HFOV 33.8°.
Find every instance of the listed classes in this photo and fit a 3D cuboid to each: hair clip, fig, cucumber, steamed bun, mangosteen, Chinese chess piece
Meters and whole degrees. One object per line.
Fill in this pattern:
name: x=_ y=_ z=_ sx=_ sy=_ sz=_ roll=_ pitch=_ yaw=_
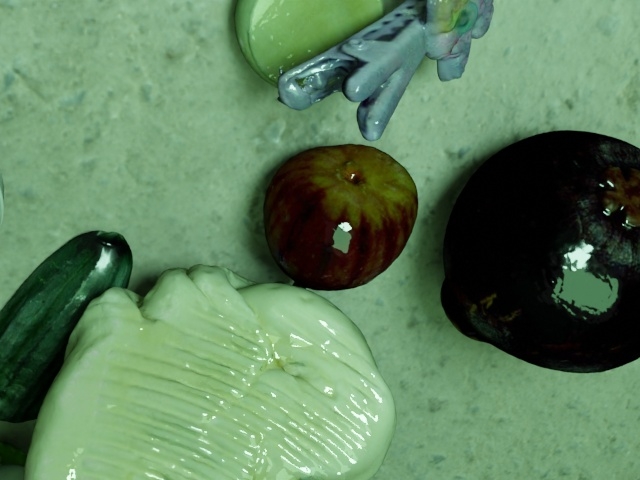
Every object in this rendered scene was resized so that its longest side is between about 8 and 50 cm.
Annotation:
hair clip: x=0.092 y=-0.188 z=0.971 sx=0.278 sy=0.090 sz=0.137 roll=-40 pitch=143 yaw=-18
fig: x=0.008 y=-0.005 z=1.082 sx=0.149 sy=0.148 sz=0.202 roll=7 pitch=111 yaw=-59
cucumber: x=-0.281 y=0.093 z=1.120 sx=0.115 sy=0.063 sz=0.243 roll=24 pitch=111 yaw=-28
steamed bun: x=-0.109 y=0.210 z=1.085 sx=0.339 sy=0.352 sz=0.247 roll=14 pitch=160 yaw=-1
mangosteen: x=0.254 y=0.027 z=1.139 sx=0.275 sy=0.274 sz=0.302 roll=4 pitch=153 yaw=-18
Chinese chess piece: x=-0.011 y=-0.211 z=1.006 sx=0.144 sy=0.058 sz=0.144 roll=-8 pitch=122 yaw=-13

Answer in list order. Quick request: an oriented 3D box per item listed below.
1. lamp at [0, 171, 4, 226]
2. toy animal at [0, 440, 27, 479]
lamp: x=-0.382 y=-0.025 z=0.986 sx=0.180 sy=0.108 sz=0.246 roll=-12 pitch=126 yaw=-3
toy animal: x=-0.391 y=0.317 z=1.153 sx=0.267 sy=0.212 sz=0.212 roll=13 pitch=117 yaw=-27
